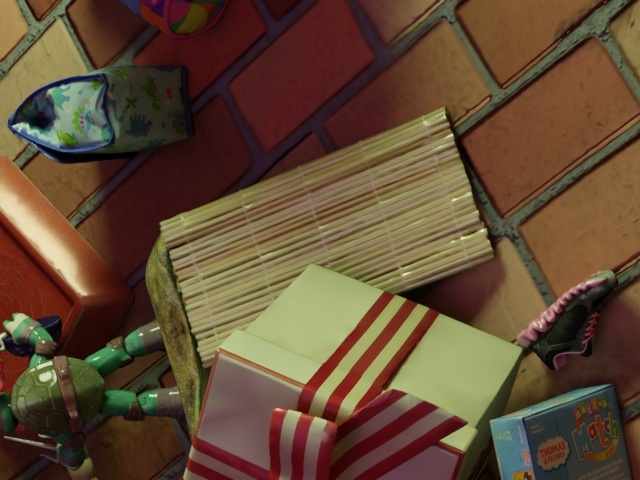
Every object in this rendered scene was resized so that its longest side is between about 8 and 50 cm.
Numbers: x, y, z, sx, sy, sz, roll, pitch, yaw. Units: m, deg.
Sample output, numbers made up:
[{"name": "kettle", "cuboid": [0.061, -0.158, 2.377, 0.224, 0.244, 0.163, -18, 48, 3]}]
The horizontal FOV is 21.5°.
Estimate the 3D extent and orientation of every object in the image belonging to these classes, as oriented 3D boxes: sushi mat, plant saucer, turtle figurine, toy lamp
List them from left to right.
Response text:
[{"name": "plant saucer", "cuboid": [-0.354, 0.079, 1.938, 0.259, 0.048, 0.258, 45, 121, 26]}, {"name": "turtle figurine", "cuboid": [-0.263, 0.160, 1.750, 0.118, 0.234, 0.175, -144, 43, -76]}, {"name": "toy lamp", "cuboid": [-0.273, 0.220, 1.852, 0.080, 0.080, 0.274, -8, 104, 39]}, {"name": "sushi mat", "cuboid": [0.000, 0.000, 1.596, 0.317, 0.019, 0.151, -22, 84, 18]}]

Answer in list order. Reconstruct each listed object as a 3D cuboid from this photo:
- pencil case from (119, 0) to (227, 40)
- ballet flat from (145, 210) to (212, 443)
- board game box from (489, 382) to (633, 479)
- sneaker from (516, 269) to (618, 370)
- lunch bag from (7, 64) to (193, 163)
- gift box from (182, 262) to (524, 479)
[{"name": "pencil case", "cuboid": [-0.198, -0.300, 1.726, 0.236, 0.104, 0.104, 39, 119, 26]}, {"name": "ballet flat", "cuboid": [-0.099, 0.142, 1.714, 0.123, 0.123, 0.348, -18, 86, 39]}, {"name": "board game box", "cuboid": [0.219, 0.239, 1.431, 0.039, 0.160, 0.211, -11, 90, 39]}, {"name": "sneaker", "cuboid": [0.227, 0.072, 1.479, 0.057, 0.047, 0.119, 53, 132, 12]}, {"name": "lunch bag", "cuboid": [-0.231, -0.130, 1.756, 0.151, 0.129, 0.096, -2, 95, 38]}, {"name": "gift box", "cuboid": [0.039, 0.190, 1.467, 0.276, 0.258, 0.255, 18, 116, 16]}]
